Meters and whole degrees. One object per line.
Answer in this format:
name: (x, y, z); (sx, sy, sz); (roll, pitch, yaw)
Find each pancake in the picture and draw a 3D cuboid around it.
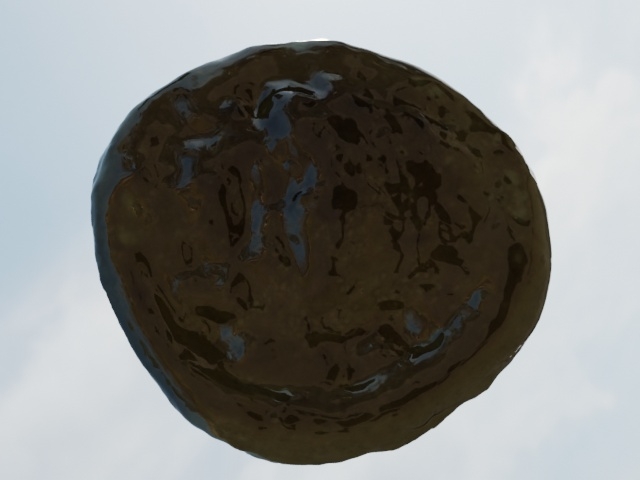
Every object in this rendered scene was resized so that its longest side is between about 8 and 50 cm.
pancake: (0.000, 0.000, 0.790); (0.242, 0.242, 0.050); (-62, -5, -21)
